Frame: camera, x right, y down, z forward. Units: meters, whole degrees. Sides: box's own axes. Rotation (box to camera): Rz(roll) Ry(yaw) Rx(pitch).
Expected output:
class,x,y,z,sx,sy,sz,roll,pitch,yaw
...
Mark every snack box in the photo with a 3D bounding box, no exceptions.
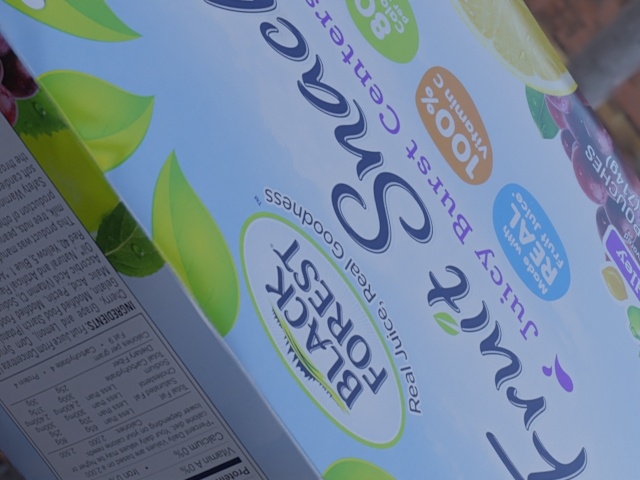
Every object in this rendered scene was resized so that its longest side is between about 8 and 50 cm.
class,x,y,z,sx,sy,sz,roll,pitch,yaw
snack box,0.000,0.000,0.425,0.207,0.070,0.174,55,36,-13
